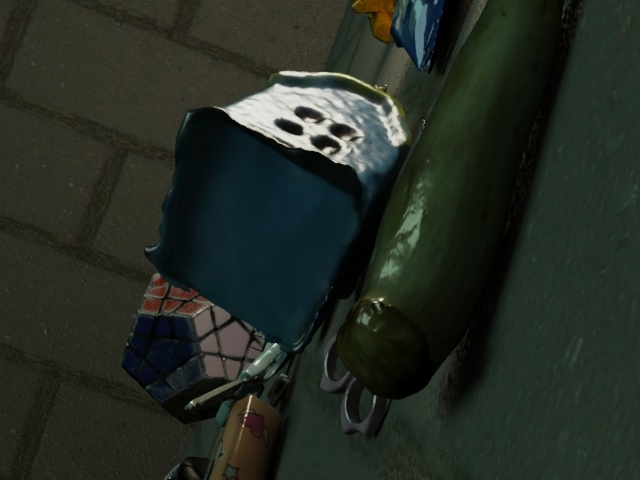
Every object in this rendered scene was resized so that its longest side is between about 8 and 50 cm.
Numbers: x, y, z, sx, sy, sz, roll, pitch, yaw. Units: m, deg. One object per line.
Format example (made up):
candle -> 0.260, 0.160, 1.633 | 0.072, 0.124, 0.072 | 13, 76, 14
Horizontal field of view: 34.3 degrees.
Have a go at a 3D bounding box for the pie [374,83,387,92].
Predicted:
pie -> 0.035, -0.110, 1.591 | 0.128, 0.068, 0.282 | 153, 141, -80

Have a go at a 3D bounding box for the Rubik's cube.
Rubik's cube -> -0.243, 0.203, 2.058 | 0.264, 0.319, 0.319 | -13, -53, -66

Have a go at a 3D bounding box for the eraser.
eraser -> -0.130, 0.368, 1.392 | 0.290, 0.087, 0.171 | -76, 7, -45

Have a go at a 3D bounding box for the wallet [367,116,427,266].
wallet -> 0.086, -0.016, 1.017 | 0.222, 0.036, 0.167 | -82, 13, -69

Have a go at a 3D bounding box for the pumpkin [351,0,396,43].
pumpkin -> 0.117, -0.491, 1.793 | 0.149, 0.130, 0.254 | -79, 10, -52

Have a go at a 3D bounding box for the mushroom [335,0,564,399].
mushroom -> 0.100, -0.043, 0.756 | 0.333, 0.087, 0.107 | -68, 10, -19

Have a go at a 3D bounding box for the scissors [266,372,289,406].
scissors -> -0.067, 0.228, 1.582 | 0.085, 0.022, 0.176 | -65, 1, -23

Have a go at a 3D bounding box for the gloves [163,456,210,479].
gloves -> -0.289, 0.551, 1.957 | 0.210, 0.135, 0.312 | -109, 37, -73

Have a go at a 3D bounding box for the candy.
candy -> 0.140, -0.326, 1.355 | 0.331, 0.077, 0.187 | -92, 16, -75

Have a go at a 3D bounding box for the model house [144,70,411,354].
model house -> -0.017, -0.057, 1.202 | 0.303, 0.215, 0.237 | -38, -26, -57

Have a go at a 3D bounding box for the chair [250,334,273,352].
chair -> -0.085, 0.190, 1.834 | 0.086, 0.042, 0.037 | 28, -98, -60

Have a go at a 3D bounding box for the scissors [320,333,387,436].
scissors -> 0.063, 0.074, 0.904 | 0.212, 0.021, 0.110 | -58, 38, 25

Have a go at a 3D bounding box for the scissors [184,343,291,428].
scissors -> -0.122, 0.217, 1.484 | 0.191, 0.029, 0.360 | -51, -9, 8
